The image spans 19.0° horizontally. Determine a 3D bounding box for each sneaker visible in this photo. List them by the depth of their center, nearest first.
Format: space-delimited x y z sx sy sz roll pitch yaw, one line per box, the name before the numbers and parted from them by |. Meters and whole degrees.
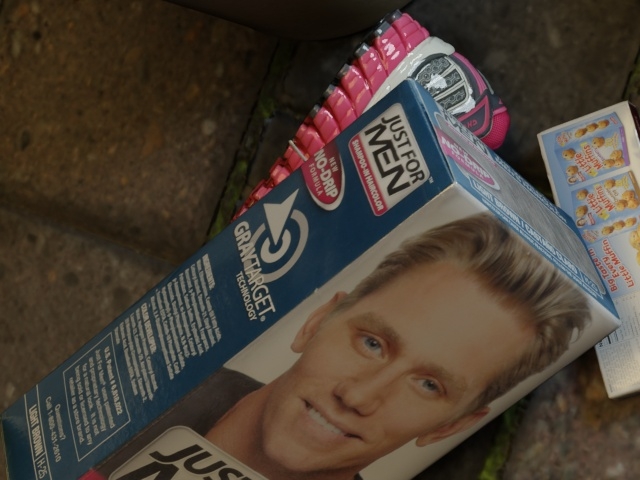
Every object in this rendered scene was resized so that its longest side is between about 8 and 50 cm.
sneaker | 0.000 0.000 1.234 0.112 0.121 0.299 36 105 -3

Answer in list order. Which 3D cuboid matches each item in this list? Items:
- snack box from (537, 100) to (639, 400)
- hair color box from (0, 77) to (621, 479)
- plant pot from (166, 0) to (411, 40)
snack box | 0.188 0.006 1.191 0.064 0.022 0.178 -20 72 23
hair color box | -0.012 0.080 1.163 0.347 0.174 0.105 -39 39 18
plant pot | -0.056 -0.268 1.201 0.333 0.305 0.334 -5 77 24
